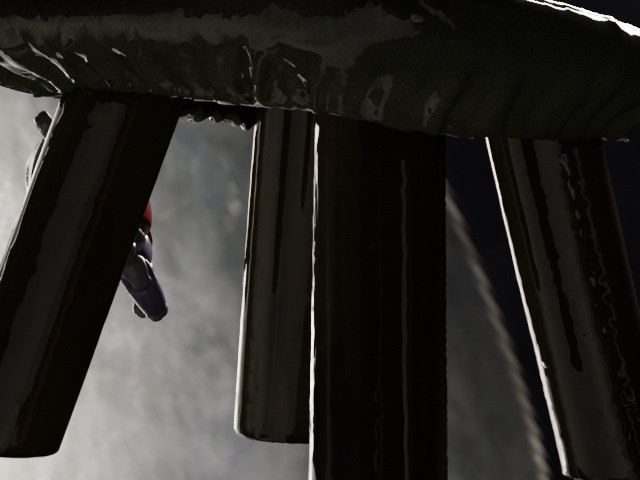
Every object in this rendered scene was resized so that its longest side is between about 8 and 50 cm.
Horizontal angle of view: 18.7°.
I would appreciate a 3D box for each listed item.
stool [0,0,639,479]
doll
[{"bbox_3d":[0.000,0.000,0.924,0.310,0.310,0.226,6,86,-53],"label":"stool"},{"bbox_3d":[-0.144,-0.020,1.254,0.102,0.075,0.227,51,-8,26],"label":"doll"}]
